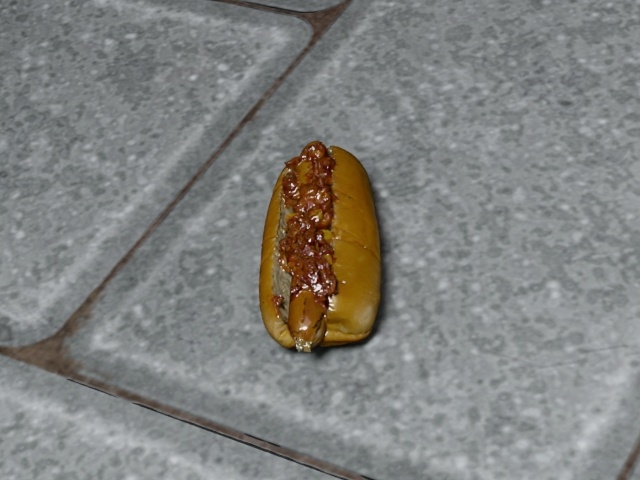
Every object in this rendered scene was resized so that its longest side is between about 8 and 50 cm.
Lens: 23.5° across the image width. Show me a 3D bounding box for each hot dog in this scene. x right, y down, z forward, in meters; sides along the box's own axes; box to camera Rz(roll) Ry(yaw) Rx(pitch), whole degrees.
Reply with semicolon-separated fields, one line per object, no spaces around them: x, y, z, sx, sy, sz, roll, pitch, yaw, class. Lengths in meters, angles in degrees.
0.000;0.000;1.285;0.102;0.076;0.249;-4;42;7;hot dog
